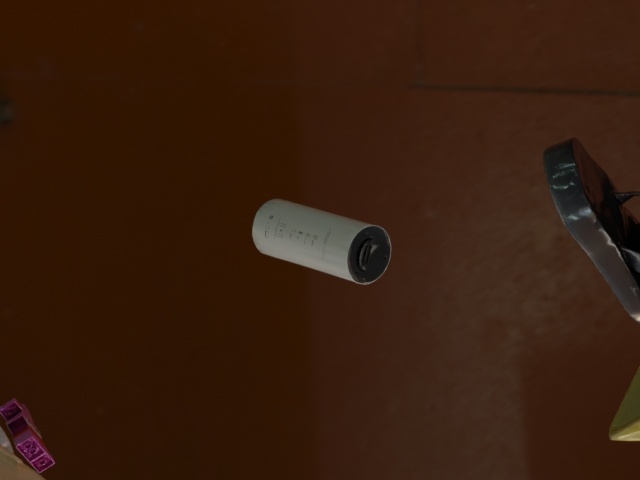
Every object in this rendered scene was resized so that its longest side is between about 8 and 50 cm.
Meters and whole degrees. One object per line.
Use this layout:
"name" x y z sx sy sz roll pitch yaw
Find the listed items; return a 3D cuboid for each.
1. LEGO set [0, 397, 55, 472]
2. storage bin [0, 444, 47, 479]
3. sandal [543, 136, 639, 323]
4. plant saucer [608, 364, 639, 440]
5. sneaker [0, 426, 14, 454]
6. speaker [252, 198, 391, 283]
"LEGO set" -0.354 0.142 1.798 0.087 0.227 0.093 -33 43 -1
"storage bin" -0.405 0.351 1.857 0.123 0.260 0.262 35 122 5
"sandal" 0.243 -0.003 1.487 0.054 0.254 0.097 -20 63 19
"plant saucer" 0.426 0.029 1.718 0.081 0.332 0.333 36 150 -5
"sneaker" -0.470 0.227 2.212 0.180 0.125 0.321 -20 97 52
"speaker" 0.000 0.000 1.726 0.136 0.055 0.055 16 112 47
